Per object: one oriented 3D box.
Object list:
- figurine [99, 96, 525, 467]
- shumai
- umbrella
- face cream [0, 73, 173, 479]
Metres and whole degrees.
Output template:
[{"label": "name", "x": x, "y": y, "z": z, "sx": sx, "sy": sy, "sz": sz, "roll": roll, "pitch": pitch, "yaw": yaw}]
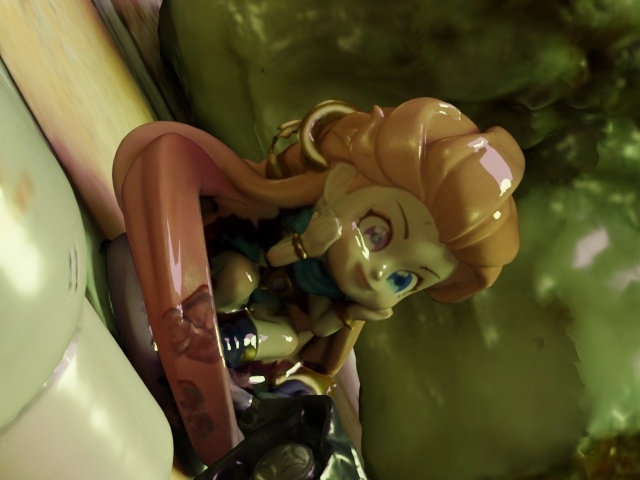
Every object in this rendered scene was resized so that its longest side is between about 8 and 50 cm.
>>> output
[{"label": "figurine", "x": -0.006, "y": -0.001, "z": 0.672, "sx": 0.126, "sy": 0.157, "sz": 0.114, "roll": 56, "pitch": -9, "yaw": -26}, {"label": "shumai", "x": 0.105, "y": -0.003, "z": 0.928, "sx": 0.397, "sy": 0.324, "sz": 0.323, "roll": 15, "pitch": 66, "yaw": -73}, {"label": "umbrella", "x": 0.010, "y": 0.142, "z": 0.624, "sx": 0.071, "sy": 0.080, "sz": 0.224, "roll": 24, "pitch": -31, "yaw": 46}, {"label": "face cream", "x": -0.106, "y": -0.036, "z": 0.323, "sx": 0.269, "sy": 0.082, "sz": 0.082, "roll": 59, "pitch": 11, "yaw": -35}]
